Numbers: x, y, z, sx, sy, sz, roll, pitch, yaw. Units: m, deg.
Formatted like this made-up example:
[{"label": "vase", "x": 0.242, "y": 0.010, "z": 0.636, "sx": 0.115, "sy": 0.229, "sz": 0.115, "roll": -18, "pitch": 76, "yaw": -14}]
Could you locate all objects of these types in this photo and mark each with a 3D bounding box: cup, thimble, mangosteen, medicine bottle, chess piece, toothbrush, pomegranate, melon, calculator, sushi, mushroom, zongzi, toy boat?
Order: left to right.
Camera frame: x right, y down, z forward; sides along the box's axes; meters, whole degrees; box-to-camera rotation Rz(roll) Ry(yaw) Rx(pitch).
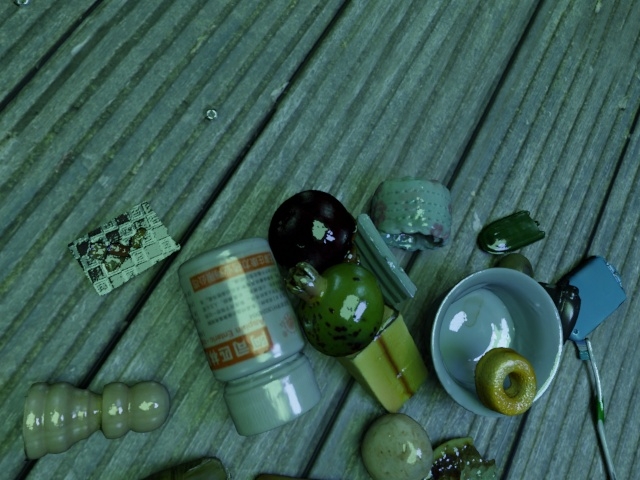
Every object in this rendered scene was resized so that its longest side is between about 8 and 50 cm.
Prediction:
[{"label": "chess piece", "x": -0.440, "y": 0.347, "z": 0.915, "sx": 0.260, "sy": 0.142, "sz": 0.143, "roll": 0, "pitch": 79, "yaw": -23}, {"label": "sushi", "x": -0.438, "y": 0.016, "z": 1.023, "sx": 0.201, "sy": 0.031, "sz": 0.139, "roll": -33, "pitch": 90, "yaw": -15}, {"label": "zongzi", "x": -0.272, "y": 0.491, "z": 0.882, "sx": 0.204, "sy": 0.204, "sz": 0.094, "roll": -14, "pitch": 73, "yaw": -18}, {"label": "medicine bottle", "x": -0.150, "y": 0.196, "z": 0.971, "sx": 0.211, "sy": 0.211, "sz": 0.372, "roll": -19, "pitch": 84, "yaw": -18}, {"label": "mangosteen", "x": 0.000, "y": 0.000, "z": 1.064, "sx": 0.250, "sy": 0.211, "sz": 0.211, "roll": 33, "pitch": 71, "yaw": -30}, {"label": "pomegranate", "x": 0.025, "y": 0.132, "z": 0.951, "sx": 0.247, "sy": 0.202, "sz": 0.202, "roll": 36, "pitch": 71, "yaw": -26}, {"label": "mushroom", "x": 0.178, "y": 0.487, "z": 1.044, "sx": 0.127, "sy": 0.166, "sz": 0.166, "roll": 30, "pitch": 66, "yaw": -54}, {"label": "thimble", "x": 0.224, "y": -0.063, "z": 1.149, "sx": 0.210, "sy": 0.185, "sz": 0.150, "roll": 1, "pitch": 75, "yaw": 19}, {"label": "cup", "x": 0.400, "y": 0.238, "z": 1.127, "sx": 0.346, "sy": 0.163, "sz": 0.348, "roll": 0, "pitch": 88, "yaw": -12}, {"label": "toy boat", "x": 0.545, "y": -0.021, "z": 1.289, "sx": 0.210, "sy": 0.052, "sz": 0.104, "roll": -21, "pitch": 69, "yaw": -18}, {"label": "melon", "x": 0.526, "y": 0.114, "z": 1.234, "sx": 0.099, "sy": 0.099, "sz": 0.162, "roll": 15, "pitch": 77, "yaw": -12}, {"label": "calculator", "x": 0.770, "y": 0.167, "z": 1.313, "sx": 0.293, "sy": 0.051, "sz": 0.173, "roll": -32, "pitch": 90, "yaw": -18}, {"label": "toothbrush", "x": 0.782, "y": 0.482, "z": 1.258, "sx": 0.040, "sy": 0.042, "sz": 0.418, "roll": -14, "pitch": 81, "yaw": 23}]

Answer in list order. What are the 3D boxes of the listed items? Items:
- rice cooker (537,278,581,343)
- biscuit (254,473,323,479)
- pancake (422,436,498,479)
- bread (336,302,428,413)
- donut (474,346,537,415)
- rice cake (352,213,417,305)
[{"label": "rice cooker", "x": 0.615, "y": 0.199, "z": 1.203, "sx": 0.142, "sy": 0.118, "sz": 0.203, "roll": -10, "pitch": 113, "yaw": -55}, {"label": "biscuit", "x": -0.025, "y": 0.651, "z": 0.994, "sx": 0.290, "sy": 0.062, "sz": 0.237, "roll": 15, "pitch": 76, "yaw": -11}, {"label": "pancake", "x": 0.275, "y": 0.675, "z": 1.082, "sx": 0.304, "sy": 0.067, "sz": 0.427, "roll": 26, "pitch": 72, "yaw": -17}, {"label": "bread", "x": 0.130, "y": 0.280, "z": 1.123, "sx": 0.167, "sy": 0.163, "sz": 0.264, "roll": -41, "pitch": 123, "yaw": -19}, {"label": "donut", "x": 0.422, "y": 0.320, "z": 1.018, "sx": 0.151, "sy": 0.058, "sz": 0.152, "roll": 0, "pitch": 90, "yaw": -14}, {"label": "rice cake", "x": 0.142, "y": 0.051, "z": 1.127, "sx": 0.043, "sy": 0.127, "sz": 0.237, "roll": -34, "pitch": 87, "yaw": -30}]
